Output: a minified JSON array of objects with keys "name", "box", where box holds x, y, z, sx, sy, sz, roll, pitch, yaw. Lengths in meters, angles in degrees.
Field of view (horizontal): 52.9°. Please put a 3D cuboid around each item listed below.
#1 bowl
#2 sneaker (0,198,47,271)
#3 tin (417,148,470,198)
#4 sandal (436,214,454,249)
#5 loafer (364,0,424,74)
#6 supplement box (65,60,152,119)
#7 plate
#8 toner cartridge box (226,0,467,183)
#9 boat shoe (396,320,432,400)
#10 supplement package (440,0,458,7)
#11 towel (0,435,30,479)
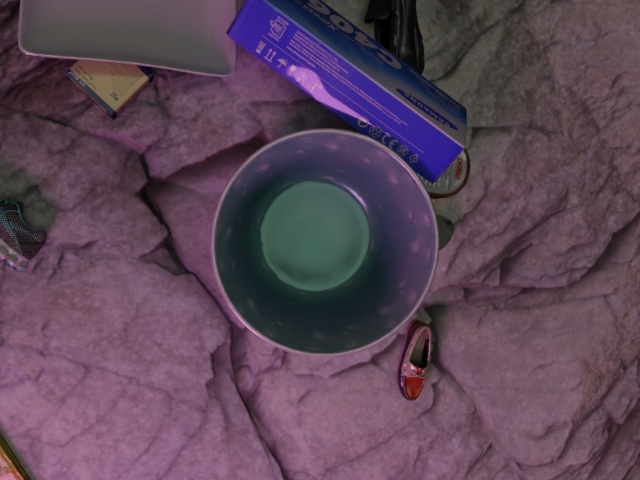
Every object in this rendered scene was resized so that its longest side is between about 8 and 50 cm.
[{"name":"bowl","box":[0.000,0.000,0.939,0.312,0.163,0.311,0,94,-7]},{"name":"sneaker","box":[-0.453,-0.035,0.894,0.166,0.065,0.076,49,66,-16]},{"name":"tin","box":[0.153,-0.124,1.043,0.190,0.040,0.106,6,97,-14]},{"name":"sandal","box":[0.137,-0.004,1.044,0.179,0.040,0.067,-5,95,-13]},{"name":"loafer","box":[0.106,-0.354,0.989,0.078,0.076,0.223,-13,103,-17]},{"name":"supplement box","box":[-0.297,-0.231,0.910,0.083,0.056,0.083,44,83,-13]},{"name":"plate","box":[-0.252,-0.366,0.872,0.277,0.045,0.278,2,87,-18]},{"name":"toner cartridge box","box":[0.050,-0.237,0.918,0.348,0.165,0.075,34,122,-8]},{"name":"boat shoe","box":[0.159,0.202,1.066,0.049,0.043,0.137,6,94,-16]},{"name":"supplement package","box":[0.225,-0.460,0.925,0.139,0.244,0.134,38,85,-14]},{"name":"towel","box":[-0.497,0.327,0.924,0.102,0.021,0.237,-29,100,-11]}]
